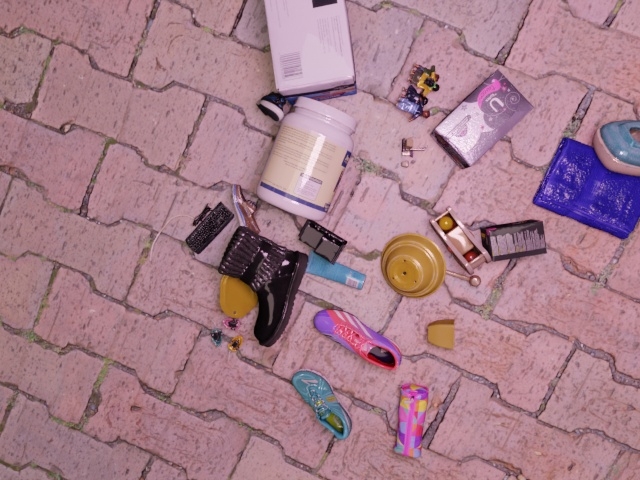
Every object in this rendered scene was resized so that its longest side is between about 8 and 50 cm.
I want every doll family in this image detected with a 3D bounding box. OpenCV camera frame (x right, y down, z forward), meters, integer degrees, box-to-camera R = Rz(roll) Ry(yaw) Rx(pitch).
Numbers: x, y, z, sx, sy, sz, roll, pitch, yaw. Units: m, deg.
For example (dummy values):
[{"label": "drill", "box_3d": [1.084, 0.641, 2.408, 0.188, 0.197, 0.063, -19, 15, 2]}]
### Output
[{"label": "doll family", "box_3d": [0.314, -0.463, 1.471, 0.111, 0.076, 0.193, 24, 102, -1]}]

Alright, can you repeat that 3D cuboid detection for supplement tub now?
[{"label": "supplement tub", "box_3d": [-0.039, -0.246, 1.440, 0.235, 0.235, 0.325, 23, 97, 4]}]

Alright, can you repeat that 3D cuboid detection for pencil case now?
[{"label": "pencil case", "box_3d": [0.297, 0.589, 1.541, 0.104, 0.104, 0.237, 4, 96, 6]}]

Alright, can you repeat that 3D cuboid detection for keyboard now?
[{"label": "keyboard", "box_3d": [-0.391, -0.049, 1.593, 0.100, 0.038, 0.192, 44, 97, 1]}]

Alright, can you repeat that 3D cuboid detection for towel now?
[{"label": "towel", "box_3d": [0.844, -0.159, 1.434, 0.308, 0.076, 0.228, 23, 97, 4]}]

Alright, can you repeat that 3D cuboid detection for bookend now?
[{"label": "bookend", "box_3d": [0.000, 0.000, 1.496, 0.157, 0.156, 0.072, 31, 97, 4]}]

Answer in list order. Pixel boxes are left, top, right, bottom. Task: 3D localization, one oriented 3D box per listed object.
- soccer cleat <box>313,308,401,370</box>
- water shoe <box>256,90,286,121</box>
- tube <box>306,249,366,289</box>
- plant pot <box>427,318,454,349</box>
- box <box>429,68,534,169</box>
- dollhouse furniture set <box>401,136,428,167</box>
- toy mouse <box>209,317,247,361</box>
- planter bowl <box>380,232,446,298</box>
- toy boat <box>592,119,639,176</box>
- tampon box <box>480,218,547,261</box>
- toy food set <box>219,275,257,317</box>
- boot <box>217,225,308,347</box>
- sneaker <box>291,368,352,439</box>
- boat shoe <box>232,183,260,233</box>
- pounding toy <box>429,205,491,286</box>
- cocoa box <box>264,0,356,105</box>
[{"label": "soccer cleat", "box_3d": [0.122, 0.322, 1.528, 0.318, 0.116, 0.109, 28, 97, 3]}, {"label": "water shoe", "box_3d": [-0.145, -0.430, 1.460, 0.080, 0.203, 0.073, -43, 122, -1]}, {"label": "tube", "box_3d": [0.048, 0.103, 1.556, 0.206, 0.052, 0.080, 21, 92, 9]}, {"label": "plant pot", "box_3d": [0.391, 0.300, 1.519, 0.083, 0.081, 0.081, 1, 95, 16]}, {"label": "box", "box_3d": [0.481, -0.362, 1.423, 0.247, 0.142, 0.163, -43, 90, 7]}, {"label": "dollhouse furniture set", "box_3d": [0.302, -0.279, 1.464, 0.081, 0.114, 0.091, 1, 92, 2]}, {"label": "toy mouse", "box_3d": [-0.324, 0.312, 1.617, 0.143, 0.031, 0.161, 37, 97, 2]}, {"label": "planter bowl", "box_3d": [0.275, 0.092, 1.469, 0.217, 0.090, 0.217, 8, 106, 27]}, {"label": "toy boat", "box_3d": [0.946, -0.226, 1.321, 0.267, 0.148, 0.319, -3, 59, -13]}, {"label": "tampon box", "box_3d": [0.593, -0.002, 1.450, 0.160, 0.120, 0.102, -9, 94, 6]}, {"label": "toy food set", "box_3d": [-0.278, 0.148, 1.587, 0.128, 0.071, 0.218, 3, 98, -19]}, {"label": "boot", "box_3d": [-0.214, 0.149, 1.501, 0.260, 0.131, 0.348, 20, 87, -23]}, {"label": "sneaker", "box_3d": [0.009, 0.542, 1.562, 0.107, 0.110, 0.275, -43, 89, 8]}, {"label": "boat shoe", "box_3d": [-0.245, -0.103, 1.564, 0.066, 0.066, 0.183, -13, 103, 2]}, {"label": "pounding toy", "box_3d": [0.418, 0.042, 1.456, 0.154, 0.154, 0.270, -36, 90, 7]}, {"label": "cocoa box", "box_3d": [-0.025, -0.615, 1.412, 0.231, 0.228, 0.348, -8, 94, 7]}]
